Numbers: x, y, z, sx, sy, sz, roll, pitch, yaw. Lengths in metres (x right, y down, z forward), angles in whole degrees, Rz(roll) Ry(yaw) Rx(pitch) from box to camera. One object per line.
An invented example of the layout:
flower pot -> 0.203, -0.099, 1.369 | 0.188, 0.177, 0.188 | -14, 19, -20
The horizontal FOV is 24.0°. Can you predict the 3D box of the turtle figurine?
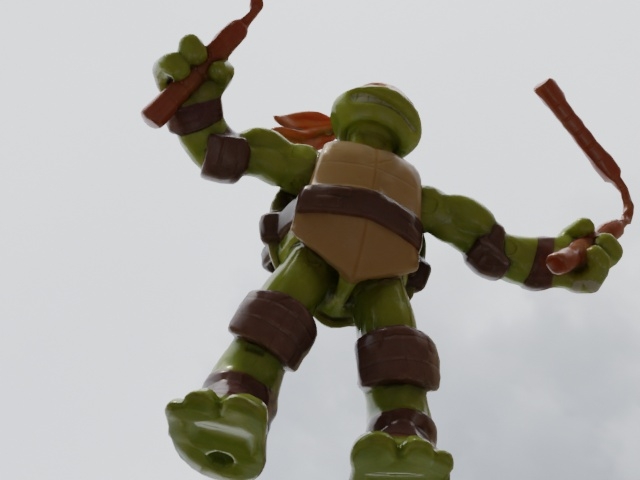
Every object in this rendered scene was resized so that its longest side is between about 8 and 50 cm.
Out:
turtle figurine -> 0.000, 0.000, 0.630 | 0.269, 0.087, 0.217 | 23, -130, -12
